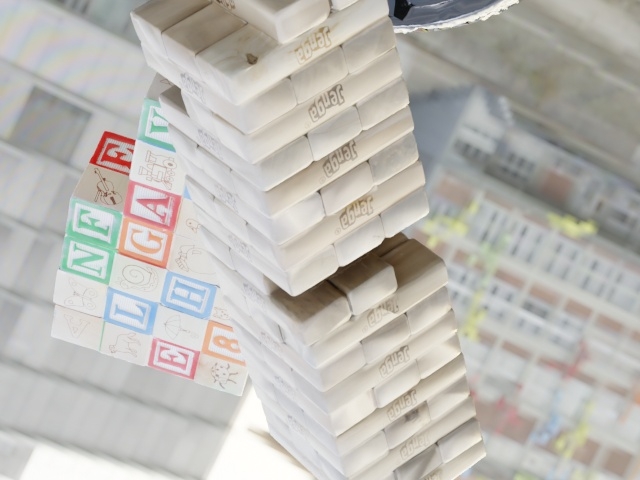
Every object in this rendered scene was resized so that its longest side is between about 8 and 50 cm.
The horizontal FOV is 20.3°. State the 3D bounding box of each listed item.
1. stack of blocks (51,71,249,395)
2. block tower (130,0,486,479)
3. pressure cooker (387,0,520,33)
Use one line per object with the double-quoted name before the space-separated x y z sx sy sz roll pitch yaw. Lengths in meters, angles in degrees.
"stack of blocks" -0.107 -0.020 1.416 0.171 0.297 0.087 18 -134 1
"block tower" 0.000 0.000 0.909 0.097 0.091 0.335 38 152 45
"pressure cooker" 0.095 -0.391 1.575 0.375 0.370 0.420 58 -158 -12
